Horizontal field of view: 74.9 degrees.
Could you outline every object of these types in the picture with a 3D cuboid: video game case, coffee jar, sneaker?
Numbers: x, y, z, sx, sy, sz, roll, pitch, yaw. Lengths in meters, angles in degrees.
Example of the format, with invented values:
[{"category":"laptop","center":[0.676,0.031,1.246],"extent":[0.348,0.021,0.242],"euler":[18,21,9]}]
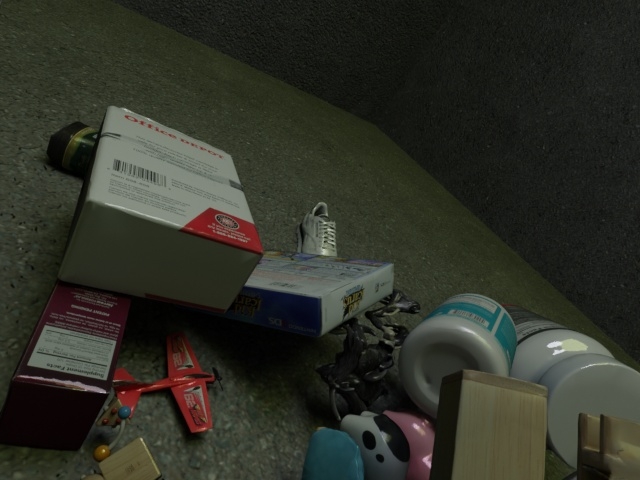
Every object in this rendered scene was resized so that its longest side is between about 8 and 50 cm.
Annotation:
[{"category":"video game case","center":[-0.052,0.071,0.678],"extent":[0.270,0.061,0.244],"euler":[5,11,31]},{"category":"coffee jar","center":[-0.399,-0.147,0.784],"extent":[0.185,0.079,0.096],"euler":[27,26,-15]},{"category":"sneaker","center":[0.000,0.000,0.995],"extent":[0.090,0.094,0.235],"euler":[21,30,-30]}]

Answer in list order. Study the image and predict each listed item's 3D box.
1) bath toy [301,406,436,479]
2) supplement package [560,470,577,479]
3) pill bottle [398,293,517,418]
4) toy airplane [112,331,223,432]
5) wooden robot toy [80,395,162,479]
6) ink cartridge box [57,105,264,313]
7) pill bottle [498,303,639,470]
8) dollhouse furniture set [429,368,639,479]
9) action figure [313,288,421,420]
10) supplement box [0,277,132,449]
[{"category":"bath toy","center":[0.130,0.307,0.569],"extent":[0.129,0.151,0.349],"euler":[7,-2,42]},{"category":"supplement package","center":[0.388,0.479,0.557],"extent":[0.203,0.149,0.194],"euler":[38,25,5]},{"category":"pill bottle","center":[0.232,0.169,0.671],"extent":[0.146,0.146,0.264],"euler":[44,24,19]},{"category":"toy airplane","center":[-0.191,0.180,0.521],"extent":[0.151,0.028,0.151],"euler":[27,25,-14]},{"category":"wooden robot toy","center":[-0.190,0.237,0.391],"extent":[0.079,0.076,0.173],"euler":[-25,67,-35]},{"category":"ink cartridge box","center":[-0.211,-0.051,0.567],"extent":[0.197,0.114,0.272],"euler":[20,27,-32]},{"category":"pill bottle","center":[0.410,0.253,0.783],"extent":[0.210,0.210,0.363],"euler":[34,3,-1]},{"category":"dollhouse furniture set","center":[0.294,0.283,0.343],"extent":[0.395,0.256,0.362],"euler":[10,-18,13]},{"category":"action figure","center":[0.062,0.178,0.671],"extent":[0.141,0.163,0.276],"euler":[-3,11,36]},{"category":"supplement box","center":[-0.269,0.110,0.459],"extent":[0.081,0.104,0.188],"euler":[22,28,-27]}]
